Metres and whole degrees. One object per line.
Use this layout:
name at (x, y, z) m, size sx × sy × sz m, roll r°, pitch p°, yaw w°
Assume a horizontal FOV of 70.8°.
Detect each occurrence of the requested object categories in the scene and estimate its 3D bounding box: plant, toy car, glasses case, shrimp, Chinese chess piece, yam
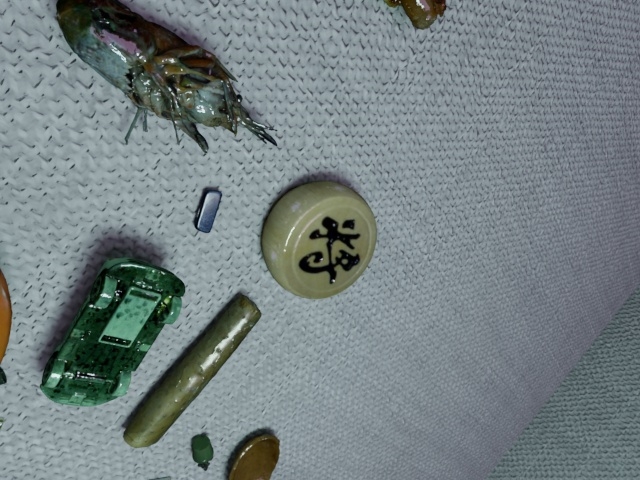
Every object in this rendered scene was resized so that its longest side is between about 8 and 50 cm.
plant at (-0.275, 0.508, 1.058) m, size 0.051 × 0.051 × 0.102 m, roll -17°, pitch 125°, yaw -27°
toy car at (-0.362, 0.149, 0.781) m, size 0.136 × 0.125 × 0.306 m, roll 25°, pitch 108°, yaw -37°
glasses case at (-0.213, -0.057, 0.846) m, size 0.033 × 0.023 × 0.083 m, roll 13°, pitch 102°, yaw -32°
shrimp at (-0.227, -0.222, 0.702) m, size 0.172 × 0.137 × 0.372 m, roll -31°, pitch 127°, yaw 29°
Chinese chess piece at (0.000, 0.000, 0.964) m, size 0.257 × 0.104 × 0.258 m, roll -14°, pitch 119°, yaw -27°
yam at (-0.263, 0.274, 0.939) m, size 0.372 × 0.083 × 0.083 m, roll -51°, pitch 129°, yaw -4°

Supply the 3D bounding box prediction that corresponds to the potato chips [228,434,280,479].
potato chips at (-0.176, 0.582, 1.159) m, size 0.150 × 0.049 × 0.202 m, roll -11°, pitch 116°, yaw -33°

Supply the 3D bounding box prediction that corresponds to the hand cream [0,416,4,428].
hand cream at (-0.611, 0.387, 0.792) m, size 0.057 × 0.037 × 0.165 m, roll 15°, pitch 97°, yaw -38°

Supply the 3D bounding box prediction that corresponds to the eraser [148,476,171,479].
eraser at (-0.389, 0.581, 1.031) m, size 0.084 × 0.027 × 0.063 m, roll 10°, pitch 105°, yaw -36°

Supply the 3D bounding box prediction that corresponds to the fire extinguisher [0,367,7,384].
fire extinguisher at (-0.574, 0.239, 0.747) m, size 0.083 × 0.025 × 0.038 m, roll -20°, pitch 84°, yaw -25°

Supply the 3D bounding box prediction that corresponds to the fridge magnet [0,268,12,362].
fridge magnet at (-0.600, 0.108, 0.556) m, size 0.363 × 0.155 × 0.364 m, roll -6°, pitch 100°, yaw -34°

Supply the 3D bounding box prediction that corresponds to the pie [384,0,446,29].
pie at (0.153, -0.557, 0.814) m, size 0.274 × 0.105 × 0.257 m, roll 17°, pitch 87°, yaw -40°
